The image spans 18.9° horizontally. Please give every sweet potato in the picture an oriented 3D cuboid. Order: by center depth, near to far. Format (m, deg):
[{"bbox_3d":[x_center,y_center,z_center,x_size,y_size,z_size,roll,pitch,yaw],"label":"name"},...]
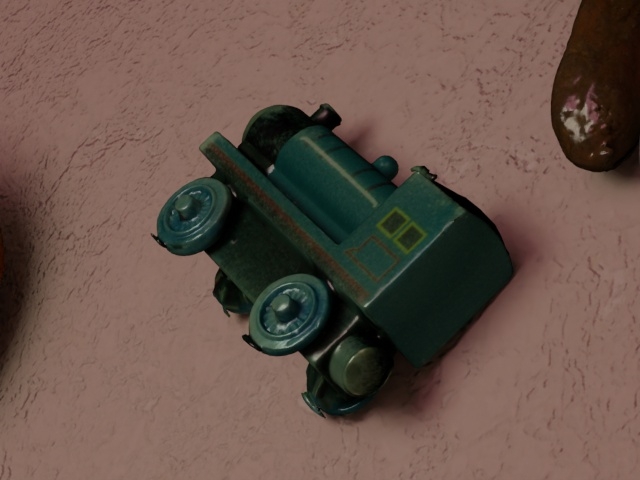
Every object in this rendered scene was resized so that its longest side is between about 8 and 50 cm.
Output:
[{"bbox_3d":[0.228,-0.169,1.447,0.075,0.075,0.273,-4,57,39],"label":"sweet potato"}]

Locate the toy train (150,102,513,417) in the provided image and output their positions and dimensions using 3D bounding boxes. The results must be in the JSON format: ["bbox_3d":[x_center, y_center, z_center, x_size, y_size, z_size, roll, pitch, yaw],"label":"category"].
[{"bbox_3d":[0.000,0.000,1.502,0.194,0.120,0.298,-44,43,-2],"label":"toy train"}]

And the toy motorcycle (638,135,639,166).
[{"bbox_3d":[0.315,-0.091,1.296,0.270,0.106,0.159,-54,49,5],"label":"toy motorcycle"}]

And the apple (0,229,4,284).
[{"bbox_3d":[-0.424,-0.004,1.739,0.301,0.301,0.302,-21,51,29],"label":"apple"}]
